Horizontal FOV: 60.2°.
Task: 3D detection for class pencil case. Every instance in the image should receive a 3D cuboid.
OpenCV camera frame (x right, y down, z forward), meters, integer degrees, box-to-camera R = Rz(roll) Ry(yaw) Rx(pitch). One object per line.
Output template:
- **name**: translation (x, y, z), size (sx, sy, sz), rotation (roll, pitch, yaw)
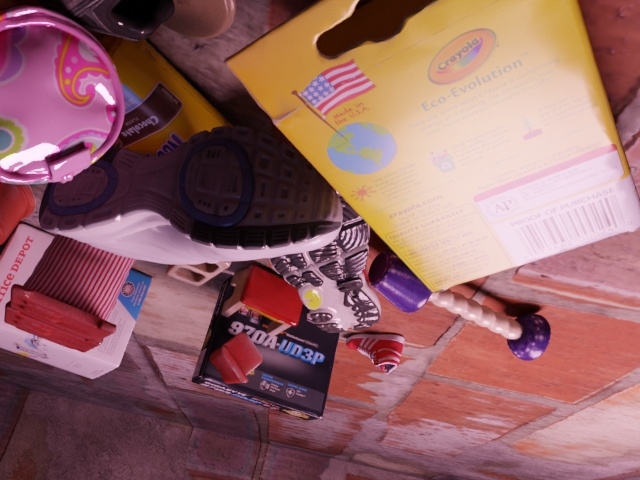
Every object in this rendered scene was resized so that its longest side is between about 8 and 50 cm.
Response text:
- **pencil case**: translation (-0.276, -0.124, 0.438), size (0.284, 0.124, 0.124), rotation (18, 159, 38)

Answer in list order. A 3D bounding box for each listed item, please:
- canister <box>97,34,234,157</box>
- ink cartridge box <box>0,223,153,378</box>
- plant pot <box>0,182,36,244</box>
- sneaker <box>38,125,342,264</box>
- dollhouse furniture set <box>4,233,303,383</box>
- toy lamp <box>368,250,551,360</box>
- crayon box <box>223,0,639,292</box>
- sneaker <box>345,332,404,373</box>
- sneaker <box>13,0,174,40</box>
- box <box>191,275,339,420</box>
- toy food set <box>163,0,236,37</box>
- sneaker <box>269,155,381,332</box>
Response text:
- **canister**: translation (-0.163, -0.114, 0.543), size (0.126, 0.073, 0.170), rotation (-12, 141, 36)
- **ink cartridge box**: translation (-0.449, 0.112, 0.948), size (0.233, 0.171, 0.168), rotation (29, 147, -24)
- **plant pot**: translation (-0.567, 0.004, 0.713), size (0.273, 0.265, 0.272), rotation (10, 150, 6)
- **sneaker**: translation (-0.112, -0.028, 0.515), size (0.297, 0.111, 0.129), rotation (5, 158, 25)
- **dollhouse furniture set**: translation (-0.190, 0.075, 0.748), size (0.374, 0.201, 0.152), rotation (28, 147, -23)
- **toy lamp**: translation (0.189, 0.087, 0.745), size (0.275, 0.080, 0.080), rotation (23, 149, -19)
- **crayon box**: translation (0.107, -0.090, 0.425), size (0.202, 0.081, 0.318), rotation (-21, 138, 26)
- **sneaker**: translation (0.092, 0.205, 0.996), size (0.118, 0.067, 0.042), rotation (-10, 143, 35)
- **sneaker**: translation (-0.121, -0.218, 0.303), size (0.135, 0.097, 0.276), rotation (31, 150, -6)
- **box**: translation (-0.082, 0.181, 0.915), size (0.220, 0.175, 0.051), rotation (26, 149, -20)
- **toy food set**: translation (-0.106, -0.195, 0.431), size (0.083, 0.020, 0.083), rotation (0, 148, 23)
- **sneaker**: translation (0.000, 0.000, 0.631), size (0.107, 0.118, 0.279), rotation (-12, 140, 2)
